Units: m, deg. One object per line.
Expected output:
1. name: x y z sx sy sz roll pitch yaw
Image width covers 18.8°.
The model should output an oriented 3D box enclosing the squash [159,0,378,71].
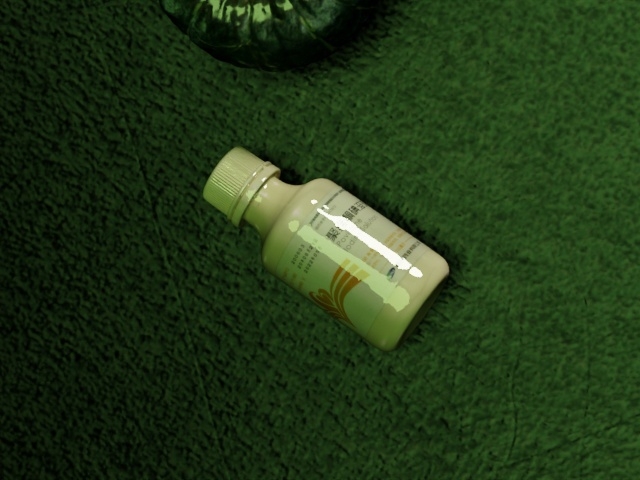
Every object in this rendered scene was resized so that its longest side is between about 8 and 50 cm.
1. squash: -0.053 -0.293 1.909 0.252 0.165 0.252 0 91 10

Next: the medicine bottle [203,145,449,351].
1. medicine bottle: 0.000 0.000 1.938 0.252 0.114 0.114 35 99 10
